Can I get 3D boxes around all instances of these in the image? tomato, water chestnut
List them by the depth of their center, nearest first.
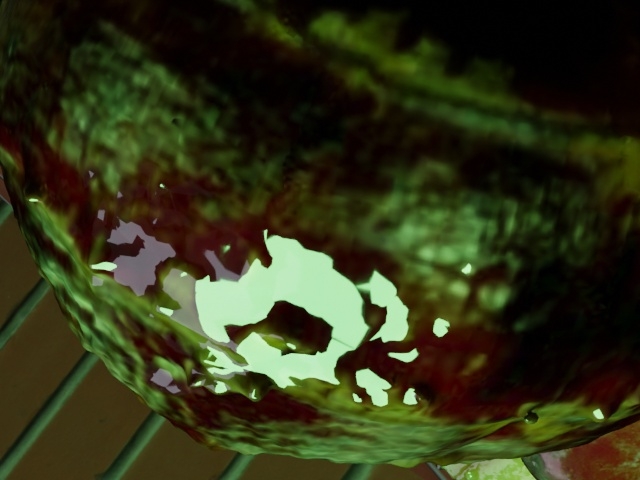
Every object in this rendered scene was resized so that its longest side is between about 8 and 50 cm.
[{"bbox_3d":[0.032,-0.075,0.757,0.350,0.302,0.350,15,-154,-8],"label":"water chestnut"},{"bbox_3d":[0.227,0.169,1.551,0.173,0.099,0.189,32,157,14],"label":"tomato"}]

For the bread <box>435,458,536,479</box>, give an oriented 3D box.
[{"bbox_3d":[0.185,0.174,1.701,0.240,0.135,0.178,39,170,-6],"label":"bread"}]
